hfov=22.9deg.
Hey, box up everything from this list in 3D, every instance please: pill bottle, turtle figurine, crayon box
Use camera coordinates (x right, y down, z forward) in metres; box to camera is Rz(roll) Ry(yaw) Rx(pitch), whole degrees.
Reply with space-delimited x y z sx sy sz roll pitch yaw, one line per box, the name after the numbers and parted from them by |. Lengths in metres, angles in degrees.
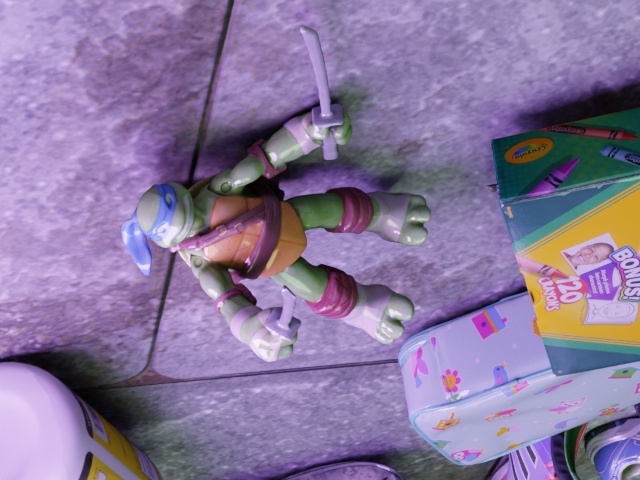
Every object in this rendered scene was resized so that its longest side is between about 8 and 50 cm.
-0.273 0.271 1.655 0.188 0.188 0.334 -19 148 9 | pill bottle
0.000 0.000 1.320 0.266 0.197 0.275 14 143 -44 | turtle figurine
0.266 0.006 1.447 0.165 0.081 0.278 -12 139 12 | crayon box

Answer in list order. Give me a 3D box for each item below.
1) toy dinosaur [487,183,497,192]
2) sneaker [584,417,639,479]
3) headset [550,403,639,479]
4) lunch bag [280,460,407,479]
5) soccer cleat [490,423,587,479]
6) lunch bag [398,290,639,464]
0.293 -0.056 1.482 0.268 0.064 0.118 -12 146 7 | toy dinosaur
0.447 0.256 2.020 0.211 0.081 0.080 -28 145 19 | sneaker
0.441 0.176 1.768 0.394 0.243 0.185 -31 138 -6 | headset
0.008 0.415 1.998 0.256 0.212 0.305 -27 151 -10 | lunch bag
0.283 0.297 1.987 0.109 0.116 0.318 -8 149 -10 | soccer cleat
0.229 0.144 1.726 0.279 0.107 0.224 -22 152 15 | lunch bag
